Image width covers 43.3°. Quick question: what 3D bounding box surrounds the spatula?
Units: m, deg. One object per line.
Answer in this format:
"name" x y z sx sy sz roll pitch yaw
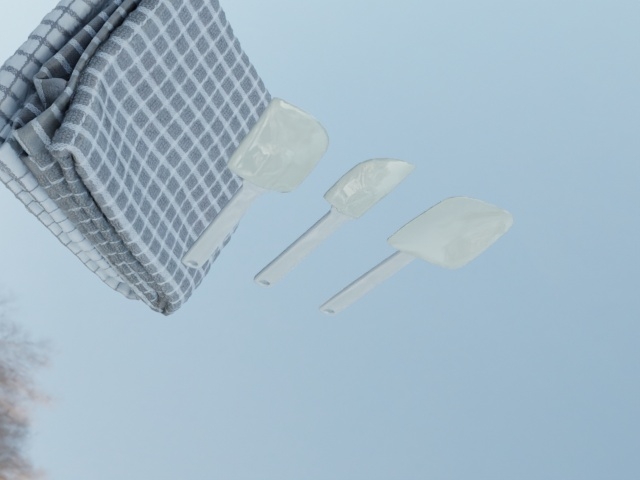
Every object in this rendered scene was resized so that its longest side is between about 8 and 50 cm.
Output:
"spatula" 0.000 0.000 0.556 0.242 0.168 0.019 -43 -149 56

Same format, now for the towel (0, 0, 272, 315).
"towel" -0.152 -0.092 0.742 0.121 0.283 0.235 19 -115 28
